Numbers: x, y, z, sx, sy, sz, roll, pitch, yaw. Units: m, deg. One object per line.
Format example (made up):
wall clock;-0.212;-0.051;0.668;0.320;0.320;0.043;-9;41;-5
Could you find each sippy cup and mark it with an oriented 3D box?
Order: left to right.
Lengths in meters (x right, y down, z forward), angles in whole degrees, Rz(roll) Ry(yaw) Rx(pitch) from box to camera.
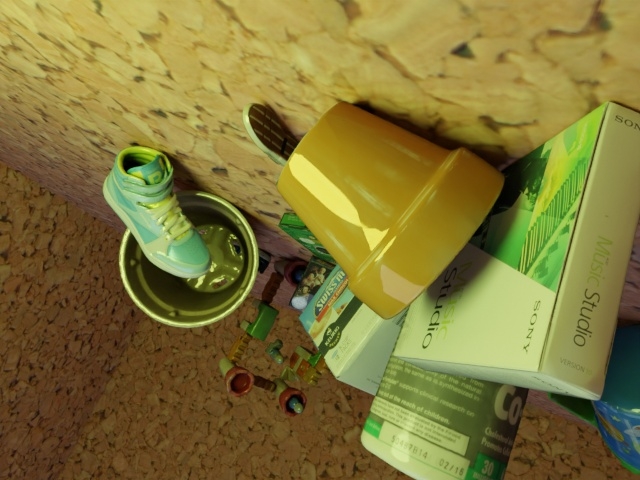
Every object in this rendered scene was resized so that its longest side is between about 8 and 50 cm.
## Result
sippy cup;0.576;0.268;0.790;0.224;0.305;0.240;44;-160;-28

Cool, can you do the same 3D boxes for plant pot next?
plant pot;-0.330;0.048;1.256;0.334;0.333;0.305;25;177;-4
plant pot;0.062;-0.048;0.517;0.188;0.205;0.205;38;166;4

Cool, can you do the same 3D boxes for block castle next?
block castle;-0.091;0.313;1.475;0.303;0.453;0.213;33;171;-28

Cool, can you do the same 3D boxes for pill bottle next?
pill bottle;0.217;0.178;0.702;0.204;0.361;0.204;22;166;6

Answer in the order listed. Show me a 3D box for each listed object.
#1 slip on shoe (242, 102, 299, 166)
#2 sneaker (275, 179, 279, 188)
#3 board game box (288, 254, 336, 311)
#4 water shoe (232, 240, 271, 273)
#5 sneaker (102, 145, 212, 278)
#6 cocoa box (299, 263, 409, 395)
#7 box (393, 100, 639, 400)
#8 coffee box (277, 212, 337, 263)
slip on shoe;-0.071;-0.143;0.639;0.041;0.051;0.135;10;168;33
sneaker;-0.030;-0.086;0.758;0.065;0.061;0.158;38;160;-26
board game box;0.052;0.165;1.315;0.243;0.165;0.042;24;-158;-4
water shoe;-0.266;0.055;1.559;0.203;0.080;0.073;15;162;30
sneaker;-0.343;-0.065;0.992;0.319;0.127;0.208;46;143;-2
cocoa box;0.174;0.198;0.984;0.347;0.231;0.228;32;-173;-30
box;0.187;0.031;0.490;0.059;0.232;0.322;24;165;-5
coffee box;0.000;0.000;1.040;0.113;0.040;0.184;11;160;41
